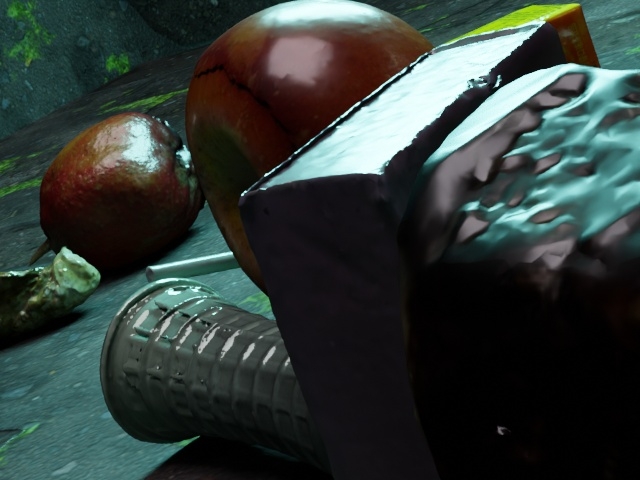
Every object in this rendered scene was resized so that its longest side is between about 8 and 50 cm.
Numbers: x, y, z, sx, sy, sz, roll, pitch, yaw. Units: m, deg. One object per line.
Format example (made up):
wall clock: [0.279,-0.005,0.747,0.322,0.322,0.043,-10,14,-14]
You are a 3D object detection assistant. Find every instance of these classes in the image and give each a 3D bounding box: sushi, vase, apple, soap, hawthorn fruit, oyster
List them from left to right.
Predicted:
oyster: [-0.398,0.081,2.022,0.166,0.094,0.294,-9,-6,-37]
hawthorn fruit: [-0.271,-0.052,2.116,0.251,0.189,0.189,-30,15,-4]
vase: [-0.041,0.110,1.285,0.143,0.143,0.299,-29,19,-30]
apple: [0.019,-0.071,1.344,0.206,0.251,0.272,-25,47,-21]
soap: [0.100,0.040,1.040,0.107,0.285,0.296,-11,16,33]
sushi: [0.228,0.046,0.837,0.294,0.299,0.281,-12,44,41]

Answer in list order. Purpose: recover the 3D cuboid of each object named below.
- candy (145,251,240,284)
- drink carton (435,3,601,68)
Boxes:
candy: [0.000,0.000,1.510,0.365,0.124,0.124,-10,5,-36]
drink carton: [0.142,-0.131,1.854,0.351,0.154,0.111,-25,14,-17]
